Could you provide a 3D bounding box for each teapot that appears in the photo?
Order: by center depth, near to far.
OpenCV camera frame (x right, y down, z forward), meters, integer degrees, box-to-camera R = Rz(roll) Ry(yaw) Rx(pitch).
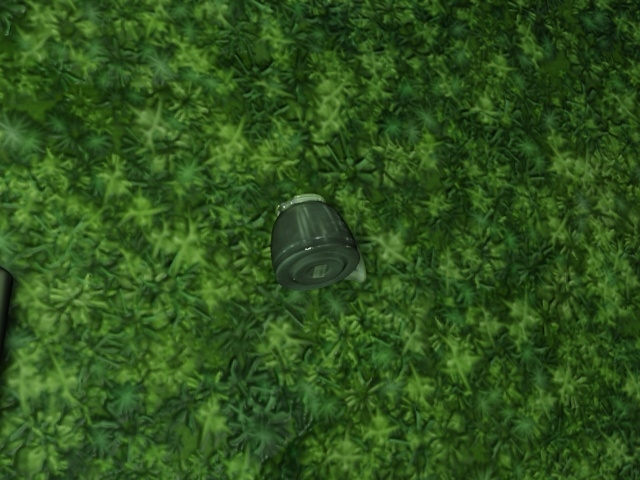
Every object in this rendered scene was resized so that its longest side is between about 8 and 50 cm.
[{"bbox_3d":[-0.009,0.002,1.331,0.092,0.124,0.091,-17,62,4],"label":"teapot"}]

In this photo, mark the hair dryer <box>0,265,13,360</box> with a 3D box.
[{"bbox_3d":[-0.395,0.102,1.043,0.248,0.078,0.195,12,68,-20],"label":"hair dryer"}]
